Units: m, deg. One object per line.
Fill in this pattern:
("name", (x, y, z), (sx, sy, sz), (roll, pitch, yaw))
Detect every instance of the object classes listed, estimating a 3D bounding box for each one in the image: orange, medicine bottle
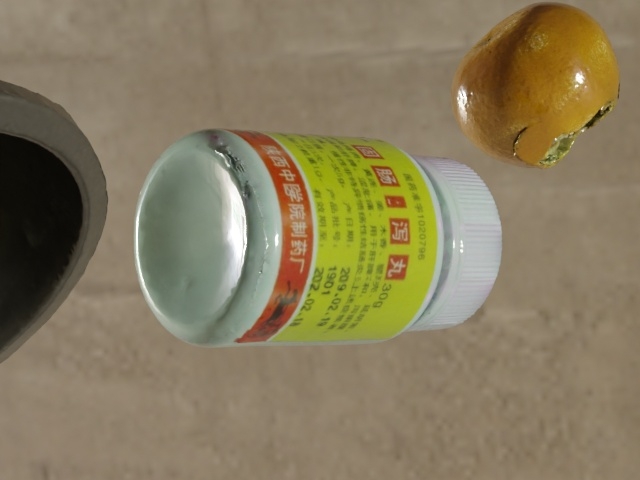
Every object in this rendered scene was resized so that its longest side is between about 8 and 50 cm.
("orange", (0.192, -0.133, 1.710), (0.155, 0.134, 0.154), (-43, -164, 15))
("medicine bottle", (0.000, 0.000, 1.276), (0.225, 0.139, 0.139), (2, -176, -43))

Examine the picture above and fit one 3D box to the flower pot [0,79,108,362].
("flower pot", (-0.252, -0.030, 0.919), (0.269, 0.269, 0.166), (-17, -119, -30))
